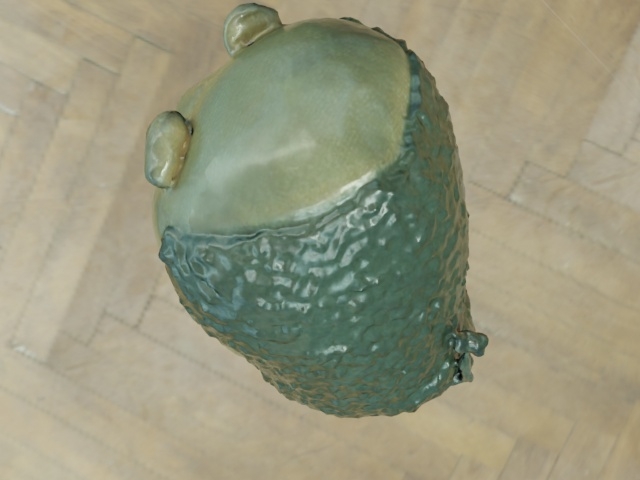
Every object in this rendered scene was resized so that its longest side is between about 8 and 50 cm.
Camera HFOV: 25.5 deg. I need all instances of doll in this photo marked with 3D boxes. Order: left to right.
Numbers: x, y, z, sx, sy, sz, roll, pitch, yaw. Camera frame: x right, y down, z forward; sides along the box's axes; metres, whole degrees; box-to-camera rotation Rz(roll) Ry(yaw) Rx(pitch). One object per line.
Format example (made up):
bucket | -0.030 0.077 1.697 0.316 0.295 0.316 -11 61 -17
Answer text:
doll | 0.000 0.000 1.035 0.247 0.349 0.247 -12 52 16
